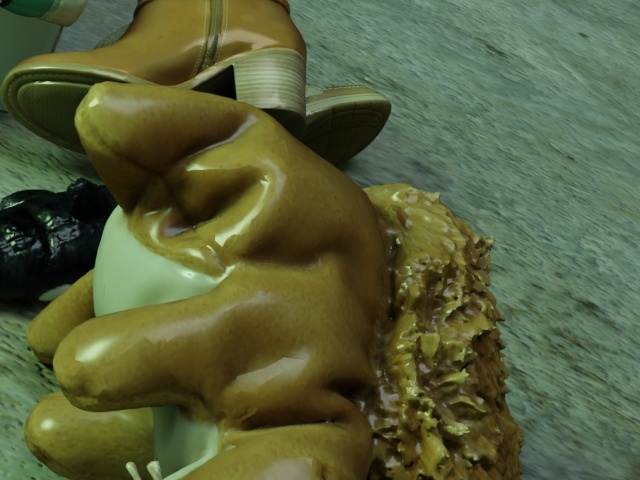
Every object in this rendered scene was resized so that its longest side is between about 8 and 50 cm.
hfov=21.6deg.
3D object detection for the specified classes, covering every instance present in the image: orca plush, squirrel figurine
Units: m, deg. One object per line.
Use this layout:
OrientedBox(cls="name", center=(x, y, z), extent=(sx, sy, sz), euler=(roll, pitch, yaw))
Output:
OrientedBox(cls="orca plush", center=(-0.228, -0.022, 1.378), extent=(0.287, 0.102, 0.151), euler=(1, 40, -34))
OrientedBox(cls="squirrel figurine", center=(-0.004, 0.124, 1.190), extent=(0.397, 0.281, 0.370), euler=(5, 45, -27))

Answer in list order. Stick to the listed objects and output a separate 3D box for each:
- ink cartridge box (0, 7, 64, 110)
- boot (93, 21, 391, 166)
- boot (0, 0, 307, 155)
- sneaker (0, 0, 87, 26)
OrientedBox(cls="ink cartridge box", center=(-0.370, -0.257, 1.596), extent=(0.197, 0.114, 0.273), euler=(9, 38, -28))
OrientedBox(cls="boot", center=(-0.076, -0.152, 1.675), extent=(0.262, 0.095, 0.203), euler=(-17, 52, -35))
OrientedBox(cls="boot", center=(-0.152, -0.190, 1.544), extent=(0.284, 0.109, 0.220), euler=(-2, 51, -11))
OrientedBox(cls="sneaker", center=(-0.292, -0.318, 1.529), extent=(0.121, 0.108, 0.302), euler=(12, 37, -32))
